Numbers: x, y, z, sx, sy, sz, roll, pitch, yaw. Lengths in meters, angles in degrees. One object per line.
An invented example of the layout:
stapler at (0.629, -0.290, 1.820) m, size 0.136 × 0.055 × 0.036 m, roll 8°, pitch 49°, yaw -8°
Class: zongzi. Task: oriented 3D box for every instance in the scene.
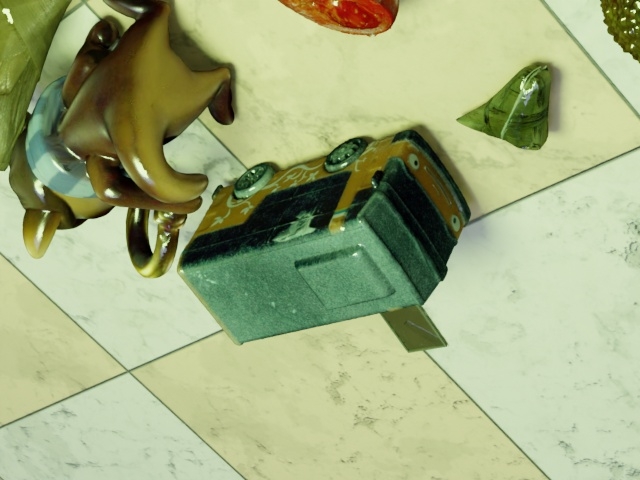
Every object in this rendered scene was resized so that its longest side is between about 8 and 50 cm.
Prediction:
zongzi at (-0.345, -0.227, 1.802) m, size 0.300 × 0.145 × 0.273 m, roll -9°, pitch 89°, yaw 23°
zongzi at (0.203, -0.160, 1.723) m, size 0.113 × 0.052 × 0.104 m, roll 21°, pitch 132°, yaw 26°

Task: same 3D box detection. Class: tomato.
tomato at (0.014, -0.291, 1.637) m, size 0.159 × 0.091 × 0.139 m, roll 24°, pitch 165°, yaw -22°

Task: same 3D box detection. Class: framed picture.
framed picture at (0.123, 0.116, 2.068) m, size 0.066 × 0.006 × 0.089 m, roll -14°, pitch 125°, yaw 36°

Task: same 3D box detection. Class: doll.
doll at (-0.246, -0.122, 1.902) m, size 0.340 × 0.209 × 0.318 m, roll -33°, pitch 80°, yaw 43°

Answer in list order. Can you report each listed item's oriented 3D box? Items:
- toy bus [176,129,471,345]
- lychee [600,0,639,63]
toy bus at (0.000, 0.000, 1.874) m, size 0.323 × 0.194 × 0.162 m, roll -14°, pitch 123°, yaw 37°
lychee at (0.356, -0.234, 1.491) m, size 0.171 × 0.171 × 0.171 m, roll 15°, pitch 137°, yaw 14°
